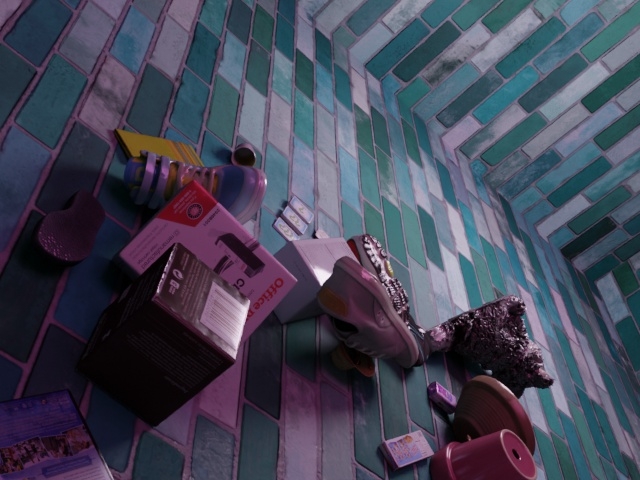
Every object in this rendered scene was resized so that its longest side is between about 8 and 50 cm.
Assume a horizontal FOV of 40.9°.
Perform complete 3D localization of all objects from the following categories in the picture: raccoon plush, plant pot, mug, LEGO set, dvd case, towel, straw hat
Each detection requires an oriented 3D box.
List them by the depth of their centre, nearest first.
[{"bbox_3d":[-0.357,0.325,1.157,0.253,0.022,0.180,58,24,17],"label":"dvd case"},{"bbox_3d":[-0.353,-0.192,1.914,0.237,0.021,0.102,6,44,-56],"label":"towel"},{"bbox_3d":[0.059,0.259,1.921,0.144,0.061,0.144,49,20,-25],"label":"straw hat"},{"bbox_3d":[0.380,0.528,1.944,0.201,0.180,0.201,39,27,-25],"label":"plant pot"},{"bbox_3d":[0.403,0.461,2.099,0.109,0.237,0.237,-24,72,-27],"label":"plant pot"},{"bbox_3d":[-0.195,-0.211,2.182,0.062,0.078,0.064,10,24,-7],"label":"mug"},{"bbox_3d":[0.000,0.000,2.202,0.244,0.060,0.182,47,28,-9],"label":"LEGO set"},{"bbox_3d":[0.461,0.347,2.442,0.446,0.216,0.299,-17,82,-34],"label":"raccoon plush"}]

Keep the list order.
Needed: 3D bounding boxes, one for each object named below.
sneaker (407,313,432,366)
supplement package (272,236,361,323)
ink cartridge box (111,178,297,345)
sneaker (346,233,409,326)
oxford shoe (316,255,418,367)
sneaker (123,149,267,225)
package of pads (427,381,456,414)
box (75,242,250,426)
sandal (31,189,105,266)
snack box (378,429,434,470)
[{"bbox_3d":[0.186,0.206,2.171,0.267,0.101,0.106,49,26,-1],"label":"sneaker"},{"bbox_3d":[-0.015,0.087,1.952,0.139,0.134,0.244,57,25,16],"label":"supplement package"},{"bbox_3d":[-0.209,0.056,1.565,0.273,0.197,0.114,45,-18,-12],"label":"ink cartridge box"},{"bbox_3d":[0.129,0.121,2.117,0.107,0.118,0.279,-16,85,-51],"label":"sneaker"},{"bbox_3d":[0.099,0.184,1.871,0.169,0.130,0.449,34,-11,32],"label":"oxford shoe"},{"bbox_3d":[-0.262,-0.106,1.674,0.208,0.319,0.127,20,74,-37],"label":"sneaker"},{"bbox_3d":[0.312,0.401,2.189,0.083,0.032,0.050,41,23,-20],"label":"package of pads"},{"bbox_3d":[-0.247,0.150,1.375,0.167,0.203,0.168,41,25,-19],"label":"box"},{"bbox_3d":[-0.435,-0.013,1.485,0.097,0.054,0.254,53,13,-12],"label":"sandal"},{"bbox_3d":[0.193,0.465,1.904,0.178,0.022,0.064,6,50,-58],"label":"snack box"}]
